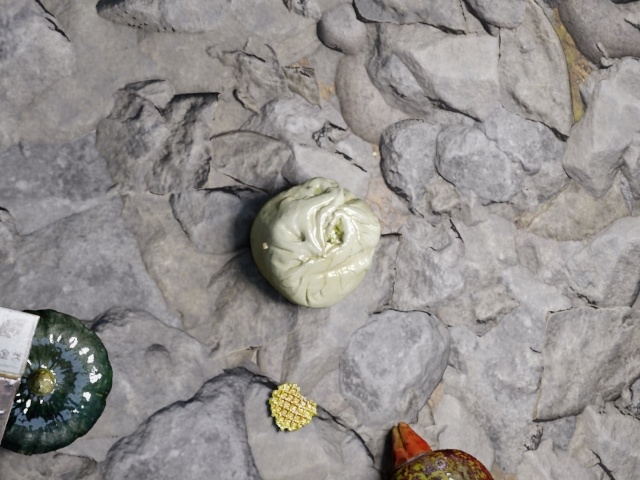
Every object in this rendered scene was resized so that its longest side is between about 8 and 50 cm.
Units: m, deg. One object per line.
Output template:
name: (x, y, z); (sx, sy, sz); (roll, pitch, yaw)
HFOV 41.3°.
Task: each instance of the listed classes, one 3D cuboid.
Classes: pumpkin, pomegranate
pumpkin: (-0.407, 0.201, 1.227); (0.211, 0.152, 0.212); (9, 66, -20)
pomegranate: (0.183, 0.419, 1.447); (0.214, 0.214, 0.248); (-6, 53, -23)

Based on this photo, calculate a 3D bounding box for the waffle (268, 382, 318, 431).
waffle: (-0.049, 0.282, 1.444); (0.078, 0.016, 0.085); (-34, 97, -23)

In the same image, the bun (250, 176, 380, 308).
bun: (0.000, 0.000, 1.430); (0.229, 0.145, 0.230); (4, 80, -24)

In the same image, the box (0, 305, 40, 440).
box: (-0.491, 0.229, 1.069); (0.180, 0.047, 0.325); (22, 78, -38)
